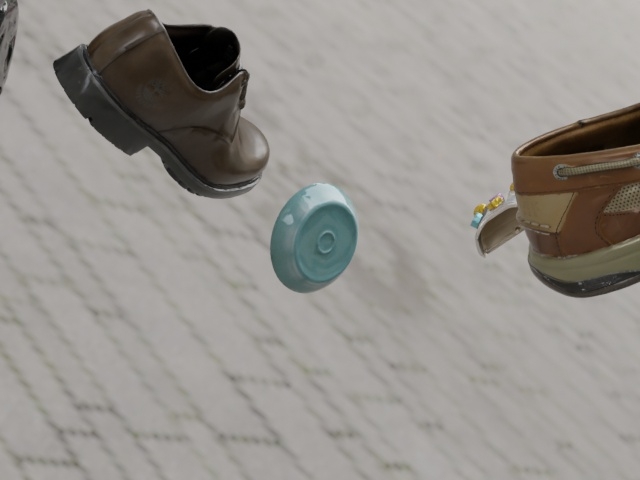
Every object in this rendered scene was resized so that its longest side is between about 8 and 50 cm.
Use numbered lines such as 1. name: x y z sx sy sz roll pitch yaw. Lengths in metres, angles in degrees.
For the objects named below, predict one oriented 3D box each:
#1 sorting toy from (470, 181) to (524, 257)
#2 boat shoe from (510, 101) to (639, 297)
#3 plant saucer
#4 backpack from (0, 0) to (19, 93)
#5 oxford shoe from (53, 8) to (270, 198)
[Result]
1. sorting toy: 0.164 -0.022 1.660 0.045 0.083 0.075 57 14 4
2. boat shoe: 0.281 -0.075 1.267 0.122 0.324 0.120 -117 -178 -70
3. plant saucer: 0.000 0.000 1.936 0.119 0.119 0.021 21 -1 -43
4. backpack: -0.298 -0.168 1.264 0.182 0.152 0.115 15 19 5
5. oxford shoe: -0.077 -0.089 1.232 0.082 0.096 0.227 57 11 22
